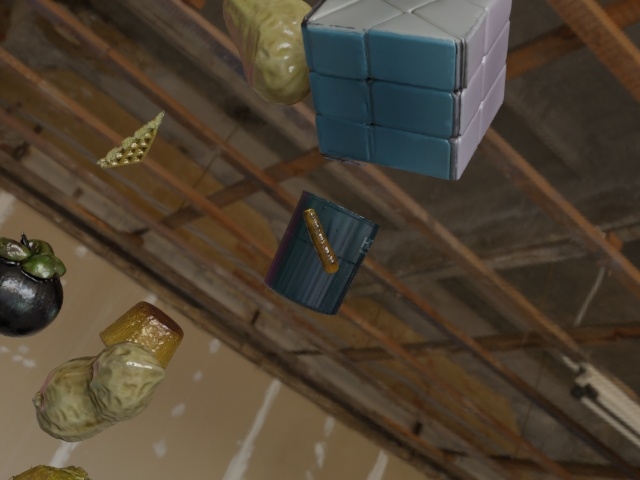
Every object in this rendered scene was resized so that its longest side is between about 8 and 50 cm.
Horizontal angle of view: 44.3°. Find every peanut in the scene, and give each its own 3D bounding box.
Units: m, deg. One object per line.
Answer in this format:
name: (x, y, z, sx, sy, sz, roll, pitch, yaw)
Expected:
peanut: (-0.076, -0.351, 1.313, 0.148, 0.318, 0.147, -12, -39, -10)
peanut: (-0.387, 0.259, 1.378, 0.153, 0.140, 0.325, 35, -46, -28)

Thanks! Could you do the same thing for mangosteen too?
mangosteen: (-0.688, 0.102, 1.781, 0.243, 0.242, 0.243, 20, -28, 11)

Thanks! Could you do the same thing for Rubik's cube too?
Rubik's cube: (0.129, -0.248, 1.107, 0.231, 0.221, 0.224, 14, -42, 23)

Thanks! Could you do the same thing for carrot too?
carrot: (0.000, 0.000, 1.860, 0.042, 0.042, 0.170, -2, -62, 42)

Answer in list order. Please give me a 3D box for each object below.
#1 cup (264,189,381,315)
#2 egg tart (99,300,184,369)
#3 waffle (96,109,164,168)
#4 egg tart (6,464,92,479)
cup: (-0.004, 0.038, 2.231, 0.242, 0.292, 0.308, 25, 0, -8)
egg tart: (-0.460, 0.256, 2.069, 0.203, 0.147, 0.202, 39, -1, 1)
waffle: (-0.448, -0.238, 1.854, 0.191, 0.125, 0.032, -48, -118, 51)
egg tart: (-0.701, 0.643, 1.927, 0.295, 0.295, 0.116, -1, -59, 41)
